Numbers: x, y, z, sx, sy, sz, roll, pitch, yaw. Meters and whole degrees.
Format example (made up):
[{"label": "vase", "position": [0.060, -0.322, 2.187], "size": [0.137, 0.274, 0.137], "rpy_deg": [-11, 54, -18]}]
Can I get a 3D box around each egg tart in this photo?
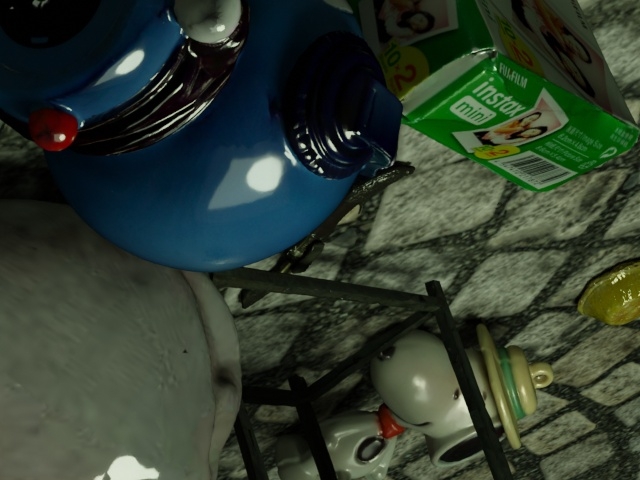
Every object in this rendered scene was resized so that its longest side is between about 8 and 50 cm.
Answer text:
[{"label": "egg tart", "position": [0.328, 0.061, 2.004], "size": [0.105, 0.039, 0.105], "rpy_deg": [-20, 152, -11]}]

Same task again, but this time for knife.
[{"label": "knife", "position": [-0.003, -0.001, 1.674], "size": [0.222, 0.021, 0.045], "rpy_deg": [-41, 150, 26]}]

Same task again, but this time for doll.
[{"label": "doll", "position": [-0.093, -0.109, 1.218], "size": [0.284, 0.240, 0.310], "rpy_deg": [9, 170, 27]}, {"label": "doll", "position": [0.095, 0.189, 1.967], "size": [0.208, 0.144, 0.271], "rpy_deg": [19, 130, -23]}]

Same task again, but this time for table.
[{"label": "table", "position": [-0.028, 0.186, 1.684], "size": [0.335, 0.272, 0.222], "rpy_deg": [10, 143, -46]}]

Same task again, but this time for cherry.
[{"label": "cherry", "position": [-0.221, 0.110, 1.424], "size": [0.326, 0.291, 0.335], "rpy_deg": [-35, 113, -18]}]

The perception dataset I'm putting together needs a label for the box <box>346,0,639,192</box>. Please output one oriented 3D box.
[{"label": "box", "position": [0.120, -0.144, 1.372], "size": [0.103, 0.180, 0.250], "rpy_deg": [-33, 151, 23]}]
